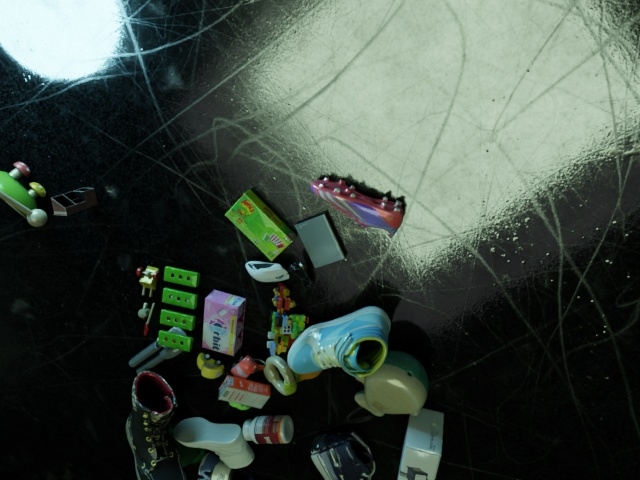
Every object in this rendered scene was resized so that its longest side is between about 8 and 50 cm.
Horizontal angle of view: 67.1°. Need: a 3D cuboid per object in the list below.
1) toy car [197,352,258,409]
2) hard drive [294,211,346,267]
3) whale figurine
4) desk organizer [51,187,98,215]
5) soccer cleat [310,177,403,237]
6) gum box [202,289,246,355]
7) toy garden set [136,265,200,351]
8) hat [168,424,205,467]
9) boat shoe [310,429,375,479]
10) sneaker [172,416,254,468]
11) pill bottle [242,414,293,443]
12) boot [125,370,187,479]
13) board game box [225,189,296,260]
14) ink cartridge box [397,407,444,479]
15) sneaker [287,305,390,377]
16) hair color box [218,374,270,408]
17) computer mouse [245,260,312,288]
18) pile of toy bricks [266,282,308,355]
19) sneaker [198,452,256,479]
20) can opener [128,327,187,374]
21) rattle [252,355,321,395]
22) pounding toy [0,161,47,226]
[{"bbox_3d":[-0.282,0.464,1.543,0.239,0.053,0.225,-4,116,30],"label":"toy car"},{"bbox_3d":[0.000,0.000,1.303,0.094,0.022,0.135,-19,104,23],"label":"hard drive"},{"bbox_3d":[0.197,0.409,1.369,0.216,0.141,0.272,31,141,3],"label":"whale figurine"},{"bbox_3d":[-0.717,-0.115,1.410,0.047,0.130,0.050,4,110,16],"label":"desk organizer"},{"bbox_3d":[0.087,-0.083,1.215,0.247,0.083,0.095,19,120,6],"label":"soccer cleat"},{"bbox_3d":[-0.295,0.257,1.473,0.107,0.062,0.189,14,115,11],"label":"gum box"},{"bbox_3d":[-0.471,0.197,1.484,0.203,0.049,0.244,10,98,12],"label":"toy garden set"},{"bbox_3d":[-0.515,0.775,1.680,0.208,0.183,0.173,12,114,12],"label":"hat"},{"bbox_3d":[0.118,0.748,1.511,0.158,0.127,0.341,-29,100,32],"label":"boat shoe"},{"bbox_3d":[-0.364,0.704,1.650,0.292,0.108,0.169,-4,123,31],"label":"sneaker"},{"bbox_3d":[-0.171,0.615,1.568,0.151,0.086,0.086,-10,108,20],"label":"pill bottle"},{"bbox_3d":[-0.527,0.637,1.569,0.377,0.138,0.284,47,132,38],"label":"boot"},{"bbox_3d":[-0.163,-0.041,1.323,0.181,0.043,0.092,45,116,-5],"label":"board game box"},{"bbox_3d":[0.284,0.630,1.390,0.100,0.172,0.237,11,114,12],"label":"ink cartridge box"},{"bbox_3d":[0.040,0.301,1.283,0.319,0.208,0.127,-30,103,13],"label":"sneaker"},{"bbox_3d":[-0.230,0.461,1.466,0.141,0.043,0.072,21,122,-23],"label":"hair color box"},{"bbox_3d":[-0.125,0.097,1.352,0.192,0.042,0.106,2,147,20],"label":"computer mouse"},{"bbox_3d":[-0.086,0.236,1.390,0.105,0.118,0.212,3,106,-17],"label":"pile of toy bricks"},{"bbox_3d":[-0.321,0.911,1.710,0.182,0.127,0.316,3,111,18],"label":"sneaker"},{"bbox_3d":[-0.534,0.367,1.579,0.280,0.093,0.074,-33,100,30],"label":"can opener"},{"bbox_3d":[-0.112,0.384,1.492,0.199,0.142,0.130,-4,123,57],"label":"rattle"},{"bbox_3d":[-0.895,-0.155,1.452,0.236,0.110,0.183,29,157,42],"label":"pounding toy"}]
